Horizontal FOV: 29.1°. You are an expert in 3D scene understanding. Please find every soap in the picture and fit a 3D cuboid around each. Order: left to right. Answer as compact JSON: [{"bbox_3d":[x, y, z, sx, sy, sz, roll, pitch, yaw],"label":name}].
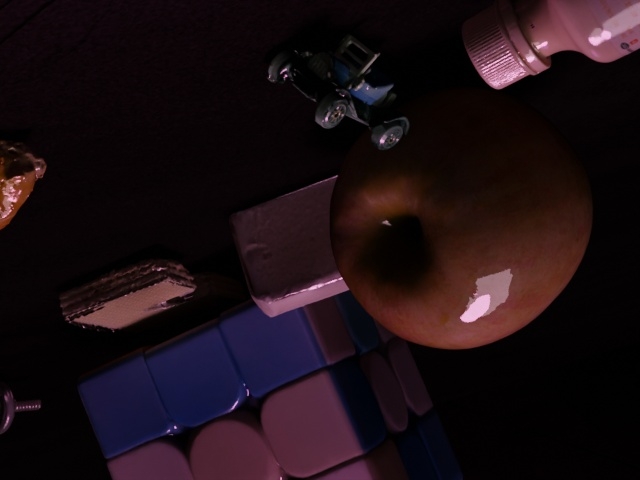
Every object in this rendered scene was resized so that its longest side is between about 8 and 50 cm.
[{"bbox_3d":[0.000,0.000,1.386,0.183,0.121,0.064,-20,163,7],"label":"soap"}]

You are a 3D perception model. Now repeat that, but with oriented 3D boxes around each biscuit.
[{"bbox_3d":[-0.200,0.073,1.532,0.147,0.046,0.250,-22,163,17],"label":"biscuit"}]

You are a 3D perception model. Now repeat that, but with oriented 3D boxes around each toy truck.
[{"bbox_3d":[0.029,-0.139,1.090,0.078,0.080,0.154,-52,153,13],"label":"toy truck"}]

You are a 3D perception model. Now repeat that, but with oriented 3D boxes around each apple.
[{"bbox_3d":[0.144,-0.025,1.238,0.257,0.257,0.234,-32,170,39],"label":"apple"}]

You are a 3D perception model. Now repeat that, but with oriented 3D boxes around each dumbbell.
[{"bbox_3d":[-0.488,0.230,1.670,0.081,0.082,0.254,-31,159,36],"label":"dumbbell"}]

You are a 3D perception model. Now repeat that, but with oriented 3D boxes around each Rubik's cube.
[{"bbox_3d":[-0.055,0.257,1.650,0.344,0.347,0.346,-26,175,19],"label":"Rubik's cube"}]

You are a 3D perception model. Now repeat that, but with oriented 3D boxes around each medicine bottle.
[{"bbox_3d":[0.236,-0.207,0.999,0.252,0.114,0.114,-26,161,25],"label":"medicine bottle"}]

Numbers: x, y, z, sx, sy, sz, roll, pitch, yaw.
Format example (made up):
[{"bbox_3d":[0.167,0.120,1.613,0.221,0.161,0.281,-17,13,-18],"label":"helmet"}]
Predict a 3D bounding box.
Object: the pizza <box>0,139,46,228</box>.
[{"bbox_3d":[-0.412,-0.009,1.016,0.280,0.075,0.287,-30,160,32],"label":"pizza"}]
